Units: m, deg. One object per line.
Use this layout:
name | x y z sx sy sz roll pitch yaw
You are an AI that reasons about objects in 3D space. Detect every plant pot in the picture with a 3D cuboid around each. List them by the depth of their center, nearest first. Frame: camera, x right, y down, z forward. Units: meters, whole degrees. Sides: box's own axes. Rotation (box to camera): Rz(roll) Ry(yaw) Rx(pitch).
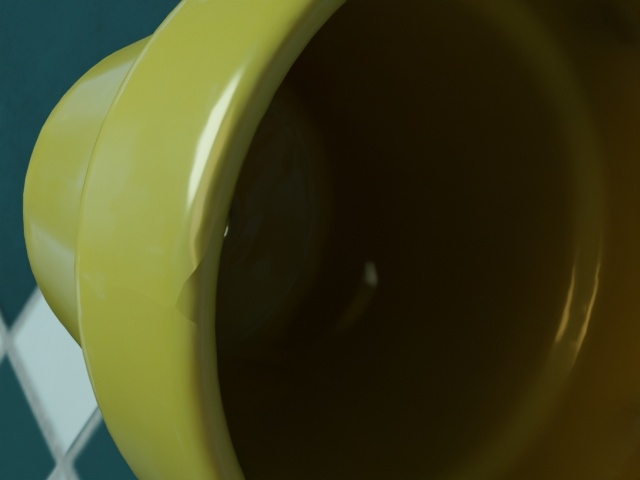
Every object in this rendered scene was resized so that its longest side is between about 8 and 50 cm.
plant pot | 0.000 0.000 0.473 0.239 0.254 0.254 11 83 54
